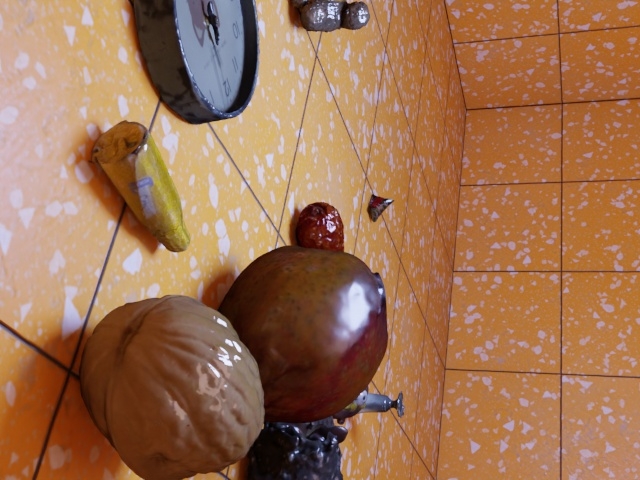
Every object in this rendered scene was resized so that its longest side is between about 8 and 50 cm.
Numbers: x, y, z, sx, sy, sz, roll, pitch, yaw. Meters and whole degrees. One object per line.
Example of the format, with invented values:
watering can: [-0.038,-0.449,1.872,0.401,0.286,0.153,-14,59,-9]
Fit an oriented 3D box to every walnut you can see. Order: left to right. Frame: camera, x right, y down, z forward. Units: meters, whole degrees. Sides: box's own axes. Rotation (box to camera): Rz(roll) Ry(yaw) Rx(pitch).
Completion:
walnut: [-0.183,0.190,0.964,0.225,0.224,0.261,-72,149,-43]

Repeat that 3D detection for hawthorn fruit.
hawthorn fruit: [-0.042,0.156,1.290,0.324,0.308,0.308,-1,91,-61]

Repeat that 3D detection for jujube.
jujube: [0.000,0.000,1.695,0.112,0.109,0.176,-32,137,-26]

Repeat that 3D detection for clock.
clock: [-0.185,-0.349,1.215,0.325,0.067,0.325,-1,90,-71]

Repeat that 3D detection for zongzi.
zongzi: [0.165,-0.109,2.267,0.083,0.073,0.067,-40,141,-13]

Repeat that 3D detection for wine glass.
wine glass: [0.137,0.419,1.985,0.072,0.155,0.072,0,90,-71]

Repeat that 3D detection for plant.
plant: [-0.041,0.421,1.433,0.204,0.178,0.234,54,48,-48]

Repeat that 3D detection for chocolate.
chocolate: [-0.230,-0.062,1.059,0.219,0.085,0.086,68,28,-50]

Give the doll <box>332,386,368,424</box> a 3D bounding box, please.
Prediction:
doll: [0.058,0.341,1.822,0.145,0.096,0.188,-26,119,-45]

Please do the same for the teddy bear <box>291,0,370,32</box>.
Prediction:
teddy bear: [0.006,-0.555,1.695,0.140,0.177,0.190,27,-52,59]

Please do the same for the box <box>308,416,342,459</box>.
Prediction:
box: [-0.020,0.425,1.693,0.180,0.047,0.325,-63,148,-53]
